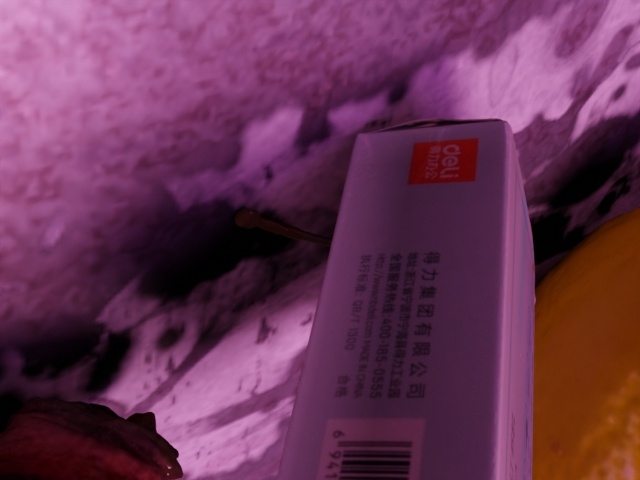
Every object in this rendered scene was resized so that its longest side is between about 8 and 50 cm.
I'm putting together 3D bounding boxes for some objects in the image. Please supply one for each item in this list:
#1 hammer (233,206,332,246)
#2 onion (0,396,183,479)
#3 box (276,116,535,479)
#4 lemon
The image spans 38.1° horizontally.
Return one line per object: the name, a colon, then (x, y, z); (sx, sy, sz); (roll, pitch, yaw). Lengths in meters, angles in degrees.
hammer: (0.000, 0.000, 0.468); (0.123, 0.014, 0.029); (17, 103, -50)
onion: (-0.145, 0.177, 0.272); (0.385, 0.348, 0.347); (-63, 168, -51)
box: (0.046, 0.080, 0.390); (0.269, 0.079, 0.135); (-77, 157, -43)
lemon: (0.273, 0.134, 0.625); (0.348, 0.348, 0.348); (-28, 142, -25)
